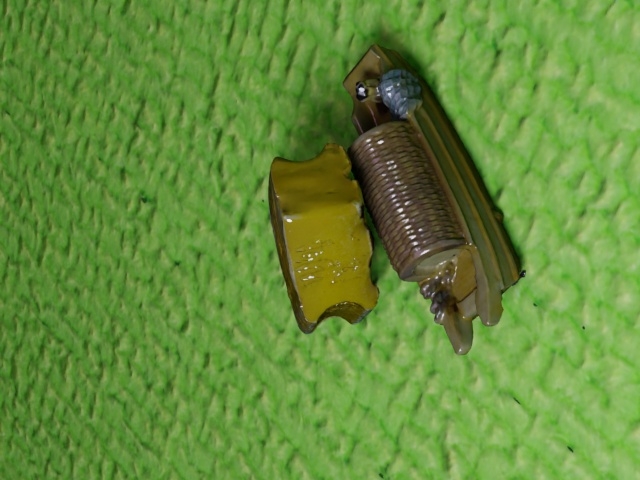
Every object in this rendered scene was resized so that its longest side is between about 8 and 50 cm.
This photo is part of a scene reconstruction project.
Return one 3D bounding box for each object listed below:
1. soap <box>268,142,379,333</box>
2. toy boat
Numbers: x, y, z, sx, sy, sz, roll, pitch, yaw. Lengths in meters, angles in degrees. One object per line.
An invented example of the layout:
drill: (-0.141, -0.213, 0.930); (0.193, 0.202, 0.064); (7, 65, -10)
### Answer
soap: (0.000, 0.000, 1.514); (0.257, 0.080, 0.160); (104, 151, -82)
toy boat: (0.092, -0.043, 1.470); (0.089, 0.115, 0.310); (-43, 63, 44)
